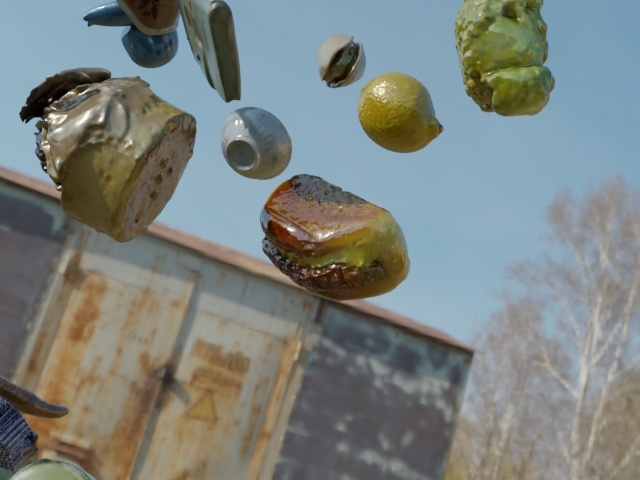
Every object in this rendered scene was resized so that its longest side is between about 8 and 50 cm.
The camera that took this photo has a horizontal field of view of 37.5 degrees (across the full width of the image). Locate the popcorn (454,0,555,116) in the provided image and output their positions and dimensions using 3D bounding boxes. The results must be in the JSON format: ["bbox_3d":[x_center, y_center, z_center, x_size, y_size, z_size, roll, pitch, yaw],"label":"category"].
[{"bbox_3d":[0.353,-0.360,1.837,0.173,0.286,0.225,-9,-11,-1],"label":"popcorn"}]

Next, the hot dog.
[{"bbox_3d":[0.001,0.001,2.043,0.405,0.223,0.185,30,-39,53],"label":"hot dog"}]

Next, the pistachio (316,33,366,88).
[{"bbox_3d":[0.052,-0.462,2.444,0.144,0.144,0.215,17,20,-1],"label":"pistachio"}]

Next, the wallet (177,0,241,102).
[{"bbox_3d":[-0.243,-0.457,2.079,0.083,0.360,0.252,-18,-56,-11],"label":"wallet"}]

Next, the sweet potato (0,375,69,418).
[{"bbox_3d":[-0.719,0.383,2.283,0.255,0.058,0.078,34,14,-27],"label":"sweet potato"}]

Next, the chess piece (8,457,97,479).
[{"bbox_3d":[-0.416,0.491,1.644,0.182,0.182,0.330,13,-18,12],"label":"chess piece"}]

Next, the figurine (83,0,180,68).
[{"bbox_3d":[-0.423,-0.641,2.330,0.243,0.298,0.416,33,-49,12],"label":"figurine"}]

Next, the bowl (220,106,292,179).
[{"bbox_3d":[-0.170,-0.216,2.230,0.189,0.086,0.189,10,-62,20],"label":"bowl"}]

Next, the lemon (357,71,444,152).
[{"bbox_3d":[0.186,-0.305,2.260,0.244,0.187,0.187,37,-7,27],"label":"lemon"}]

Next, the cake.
[{"bbox_3d":[-0.466,-0.199,1.977,0.321,0.332,0.332,31,-16,6],"label":"cake"}]

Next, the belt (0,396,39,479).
[{"bbox_3d":[-0.730,0.452,1.968,0.260,0.122,0.325,27,-60,4],"label":"belt"}]
